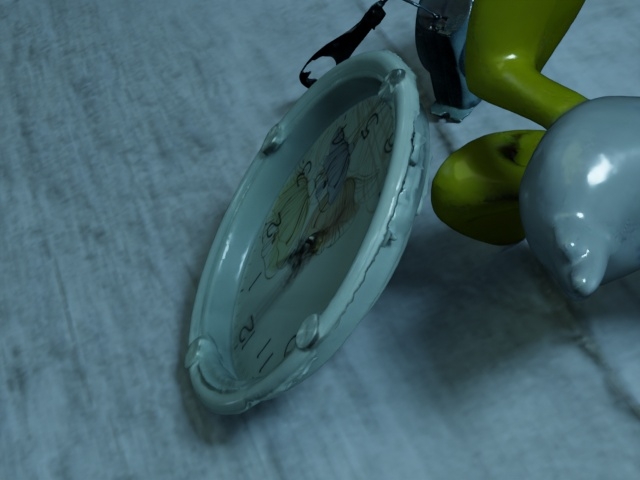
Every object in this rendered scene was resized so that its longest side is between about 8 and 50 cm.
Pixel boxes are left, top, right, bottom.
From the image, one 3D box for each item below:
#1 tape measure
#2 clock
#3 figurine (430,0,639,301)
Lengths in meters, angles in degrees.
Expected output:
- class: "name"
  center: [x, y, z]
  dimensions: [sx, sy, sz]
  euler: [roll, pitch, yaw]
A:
- class: "tape measure"
  center: [0.058, -0.157, 1.068]
  dimensions: [0.180, 0.104, 0.107]
  euler: [6, 50, 40]
- class: "clock"
  center: [0.000, 0.000, 0.896]
  dimensions: [0.236, 0.053, 0.236]
  euler: [-48, 28, 35]
- class: "figurine"
  center: [0.247, -0.021, 0.746]
  dimensions: [0.283, 0.204, 0.338]
  euler: [-27, 45, -11]
